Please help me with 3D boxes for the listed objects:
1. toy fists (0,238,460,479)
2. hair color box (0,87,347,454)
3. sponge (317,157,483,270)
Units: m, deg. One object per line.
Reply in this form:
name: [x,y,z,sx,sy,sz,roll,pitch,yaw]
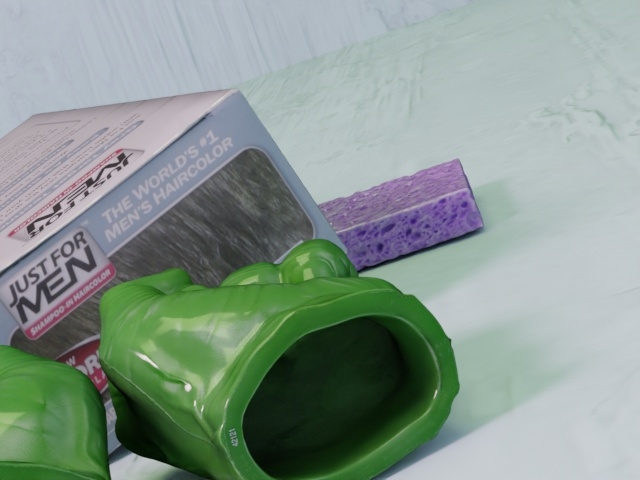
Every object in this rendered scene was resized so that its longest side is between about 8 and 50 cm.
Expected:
toy fists: [-0.085,0.078,0.646,0.279,0.096,0.142,-26,12,-22]
hair color box: [-0.159,0.012,0.938,0.185,0.114,0.374,-40,17,-19]
sponge: [0.000,0.000,1.021,0.210,0.031,0.117,-19,12,7]
